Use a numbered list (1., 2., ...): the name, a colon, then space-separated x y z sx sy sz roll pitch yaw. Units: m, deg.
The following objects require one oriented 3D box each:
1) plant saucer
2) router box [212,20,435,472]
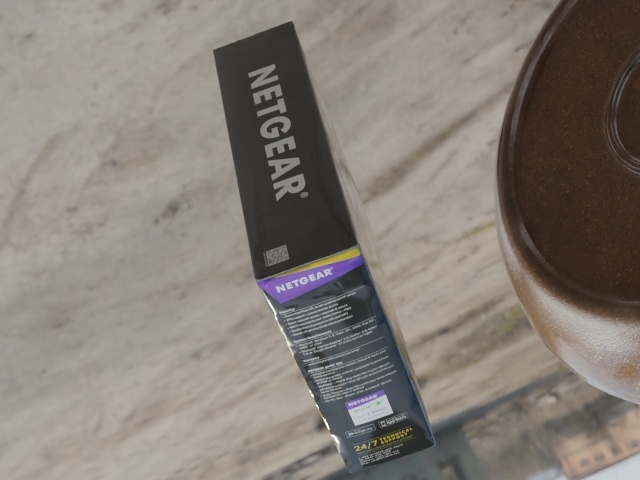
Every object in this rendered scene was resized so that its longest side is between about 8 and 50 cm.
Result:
1. plant saucer: 0.198 -0.068 0.613 0.050 0.311 0.310 22 139 -34
2. router box: 0.000 0.000 0.990 0.081 0.309 0.243 -19 131 4
